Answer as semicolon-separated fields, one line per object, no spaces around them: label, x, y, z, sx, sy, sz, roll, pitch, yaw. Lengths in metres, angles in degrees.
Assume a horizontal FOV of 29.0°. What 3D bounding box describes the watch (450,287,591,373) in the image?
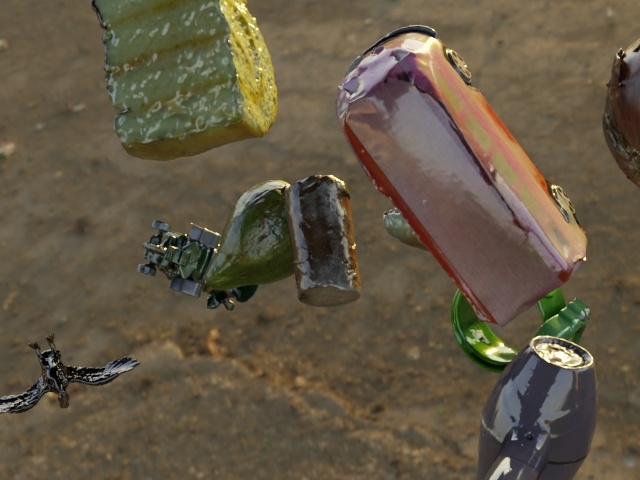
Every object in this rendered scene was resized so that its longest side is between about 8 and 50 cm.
watch;0.228;0.111;1.486;0.152;0.165;0.131;32;29;22

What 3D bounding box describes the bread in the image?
bread;-0.229;-0.337;2.151;0.239;0.395;0.264;-15;-8;17

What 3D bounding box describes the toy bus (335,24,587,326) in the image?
toy bus;0.137;-0.066;1.231;0.127;0.302;0.147;-34;10;24

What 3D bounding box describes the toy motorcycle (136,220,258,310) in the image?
toy motorcycle;-0.183;0.038;1.899;0.187;0.124;0.275;18;-3;-2

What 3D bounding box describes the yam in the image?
yam;0.001;-0.001;1.372;0.079;0.079;0.141;-10;71;10

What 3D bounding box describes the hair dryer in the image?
hair dryer;0.171;0.283;1.238;0.121;0.301;0.361;21;24;17

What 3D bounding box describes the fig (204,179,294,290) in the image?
fig;-0.085;0.001;1.566;0.156;0.123;0.123;-28;32;0

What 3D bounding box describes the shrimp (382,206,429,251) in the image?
shrimp;0.143;-0.030;1.722;0.161;0.166;0.049;21;74;25

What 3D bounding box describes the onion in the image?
onion;0.600;-0.185;1.930;0.354;0.353;0.353;-12;32;8

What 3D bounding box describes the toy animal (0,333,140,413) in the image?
toy animal;-0.356;0.182;1.662;0.220;0.062;0.108;-21;61;-17
